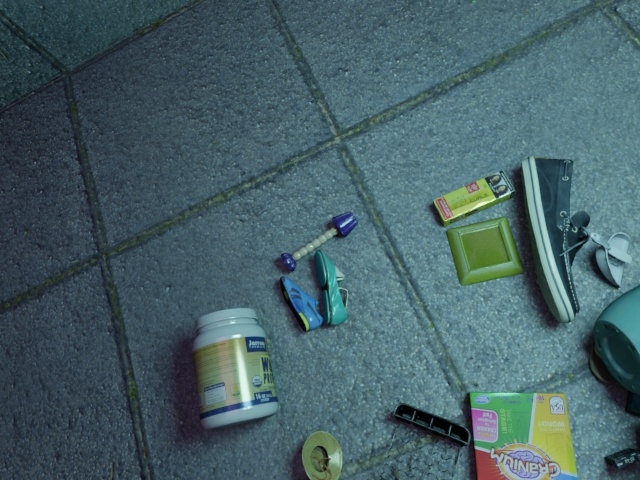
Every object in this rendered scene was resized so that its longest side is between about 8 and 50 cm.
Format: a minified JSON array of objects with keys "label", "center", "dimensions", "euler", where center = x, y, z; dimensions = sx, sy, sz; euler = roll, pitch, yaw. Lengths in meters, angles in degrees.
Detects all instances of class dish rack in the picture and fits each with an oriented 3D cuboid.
[{"label":"dish rack","center":[0.262,0.600,1.205],"dimensions":[0.208,0.074,0.271],"euler":[15,59,20]}]

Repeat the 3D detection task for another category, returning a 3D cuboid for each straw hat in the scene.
[{"label":"straw hat","center":[-0.009,0.628,1.301],"dimensions":[0.061,0.144,0.144],"euler":[-43,58,45]}]

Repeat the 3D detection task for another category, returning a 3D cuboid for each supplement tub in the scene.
[{"label":"supplement tub","center":[-0.262,0.382,1.364],"dimensions":[0.228,0.228,0.316],"euler":[-17,69,9]}]

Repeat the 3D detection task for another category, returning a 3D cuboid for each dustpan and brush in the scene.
[{"label":"dustpan and brush","center":[0.780,0.027,1.226],"dimensions":[0.211,0.060,0.147],"euler":[24,77,-18]}]

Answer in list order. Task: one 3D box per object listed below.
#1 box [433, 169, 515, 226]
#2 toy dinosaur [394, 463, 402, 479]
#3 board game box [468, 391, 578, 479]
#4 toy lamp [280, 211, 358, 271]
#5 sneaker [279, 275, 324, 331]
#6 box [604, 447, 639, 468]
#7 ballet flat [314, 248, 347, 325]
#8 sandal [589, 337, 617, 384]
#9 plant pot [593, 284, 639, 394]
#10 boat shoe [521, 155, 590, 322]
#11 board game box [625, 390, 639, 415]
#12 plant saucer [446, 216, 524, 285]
[{"label":"box","center":[0.478,-0.131,1.425],"dimensions":[0.232,0.058,0.087],"euler":[-23,68,7]},{"label":"toy dinosaur","center":[0.277,0.705,1.212],"dimensions":[0.211,0.064,0.112],"euler":[18,60,20]},{"label":"board game box","center":[0.524,0.561,1.179],"dimensions":[0.242,0.064,0.317],"euler":[-5,71,14]},{"label":"toy lamp","center":[0.000,0.000,1.503],"dimensions":[0.274,0.080,0.080],"euler":[-36,67,2]},{"label":"sneaker","center":[-0.061,0.195,1.468],"dimensions":[0.082,0.069,0.209],"euler":[-23,59,-21]},{"label":"box","center":[0.747,0.534,1.116],"dimensions":[0.067,0.083,0.018],"euler":[-25,67,5]},{"label":"ballet flat","center":[0.039,0.147,1.449],"dimensions":[0.087,0.083,0.247],"euler":[-2,70,-22]},{"label":"sandal","center":[0.766,0.289,1.212],"dimensions":[0.072,0.049,0.180],"euler":[10,75,18]},{"label":"plant pot","center":[0.811,0.236,1.071],"dimensions":[0.235,0.293,0.293],"euler":[-20,68,1]},{"label":"boat shoe","center":[0.672,-0.021,1.272],"dimensions":[0.156,0.187,0.500],"euler":[-6,65,20]},{"label":"board game box","center":[0.891,0.404,1.152],"dimensions":[0.186,0.026,0.126],"euler":[14,77,19]},{"label":"plant saucer","center":[0.496,0.025,1.376],"dimensions":[0.188,0.045,0.188],"euler":[-13,69,11]}]
